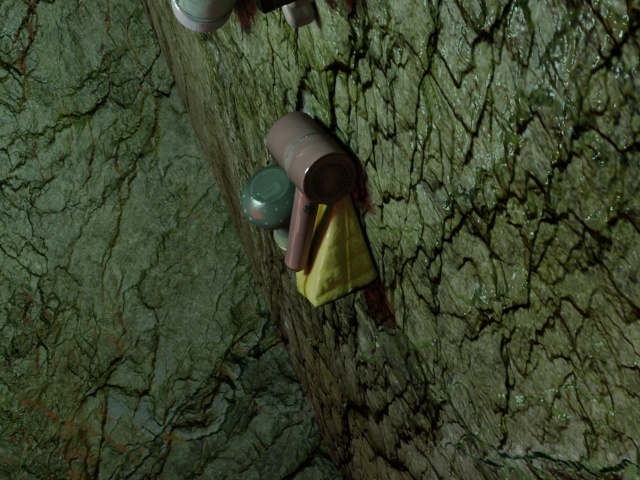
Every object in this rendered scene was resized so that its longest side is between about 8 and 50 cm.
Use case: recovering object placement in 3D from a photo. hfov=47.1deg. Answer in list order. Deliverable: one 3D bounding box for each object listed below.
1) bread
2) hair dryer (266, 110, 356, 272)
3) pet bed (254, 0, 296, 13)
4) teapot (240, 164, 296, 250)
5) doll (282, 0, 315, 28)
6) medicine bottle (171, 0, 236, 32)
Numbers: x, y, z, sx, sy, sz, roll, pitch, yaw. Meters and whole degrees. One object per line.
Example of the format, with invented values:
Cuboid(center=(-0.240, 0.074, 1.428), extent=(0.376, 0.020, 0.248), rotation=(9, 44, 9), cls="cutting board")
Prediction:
Cuboid(center=(0.000, -0.004, 1.682), extent=(0.167, 0.163, 0.264), rotation=(30, 142, 68), cls="bread")
Cuboid(center=(-0.046, -0.085, 1.615), extent=(0.210, 0.125, 0.353), rotation=(52, 139, 46), cls="hair dryer")
Cuboid(center=(-0.065, -0.497, 1.152), extent=(0.183, 0.159, 0.211), rotation=(75, 172, -74), cls="pet bed")
Cuboid(center=(-0.099, -0.076, 1.945), extent=(0.184, 0.183, 0.251), rotation=(56, 175, 33), cls="teapot")
Cuboid(center=(-0.061, -0.473, 1.329), extent=(0.161, 0.059, 0.160), rotation=(111, 136, -87), cls="doll")
Cuboid(center=(-0.260, -0.591, 1.666), extent=(0.165, 0.165, 0.273), rotation=(66, 167, -2), cls="medicine bottle")
